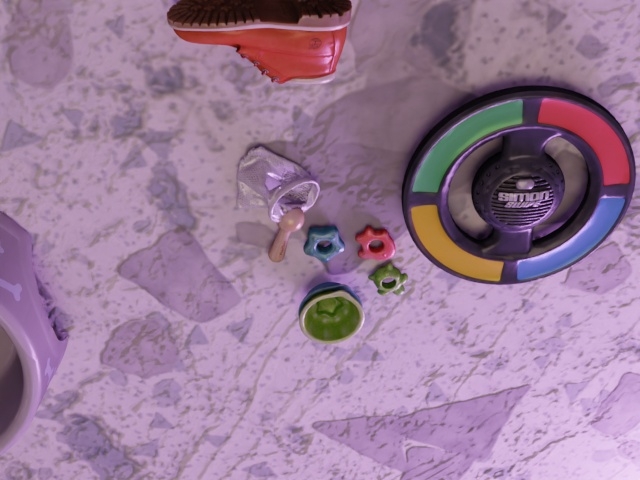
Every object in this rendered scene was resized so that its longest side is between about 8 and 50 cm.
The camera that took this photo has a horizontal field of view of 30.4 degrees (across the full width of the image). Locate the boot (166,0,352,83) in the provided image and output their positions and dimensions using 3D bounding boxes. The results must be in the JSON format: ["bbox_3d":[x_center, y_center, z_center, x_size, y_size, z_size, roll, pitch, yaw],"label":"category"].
[{"bbox_3d":[-0.055,-0.171,1.021,0.157,0.059,0.085,1,132,-8],"label":"boot"}]

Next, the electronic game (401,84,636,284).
[{"bbox_3d":[0.192,-0.048,1.143,0.229,0.048,0.229,-3,127,-3],"label":"electronic game"}]

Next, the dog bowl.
[{"bbox_3d":[-0.427,0.104,1.161,0.348,0.102,0.349,-3,127,-4],"label":"dog bowl"}]

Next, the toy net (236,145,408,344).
[{"bbox_3d":[0.000,0.000,1.161,0.122,0.045,0.232,-23,126,11],"label":"toy net"}]
